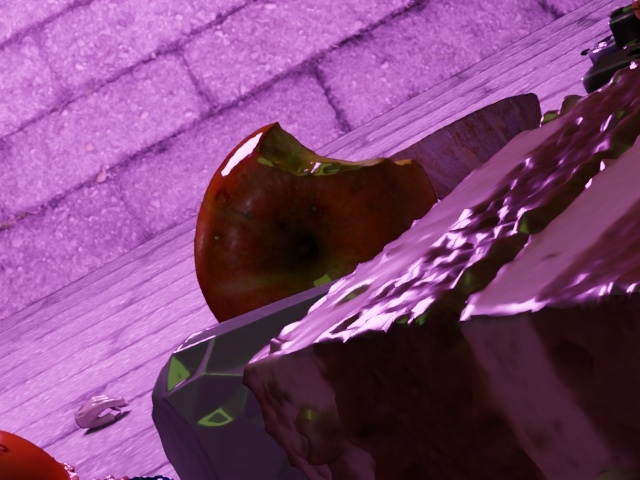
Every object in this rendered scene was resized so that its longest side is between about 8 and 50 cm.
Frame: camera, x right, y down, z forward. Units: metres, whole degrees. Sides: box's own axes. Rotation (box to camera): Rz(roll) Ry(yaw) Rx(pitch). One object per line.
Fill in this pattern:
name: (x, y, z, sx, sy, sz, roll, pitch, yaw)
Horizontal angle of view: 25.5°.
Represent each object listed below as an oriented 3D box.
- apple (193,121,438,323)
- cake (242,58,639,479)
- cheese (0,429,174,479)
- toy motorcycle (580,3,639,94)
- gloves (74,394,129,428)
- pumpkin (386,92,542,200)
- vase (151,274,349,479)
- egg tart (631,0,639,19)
apple: (0.000, 0.000, 1.368, 0.246, 0.246, 0.226, -27, 2, 9)
cake: (0.166, 0.071, 0.567, 0.282, 0.256, 0.290, -39, 10, -37)
cheese: (-0.283, 0.244, 1.273, 0.329, 0.129, 0.217, -8, 16, 30)
toy motorcycle: (0.293, -0.098, 1.181, 0.127, 0.205, 0.275, -22, 7, 27)
gloves: (-0.264, 0.204, 1.675, 0.081, 0.037, 0.044, -22, 47, 8)
pumpkin: (0.192, -0.099, 1.765, 0.217, 0.110, 0.217, -30, -2, -1)
vase: (0.048, 0.085, 1.111, 0.360, 0.165, 0.165, -28, 9, -24)
egg tart: (0.291, -0.102, 0.686, 0.294, 0.116, 0.295, -2, 2, 0)
